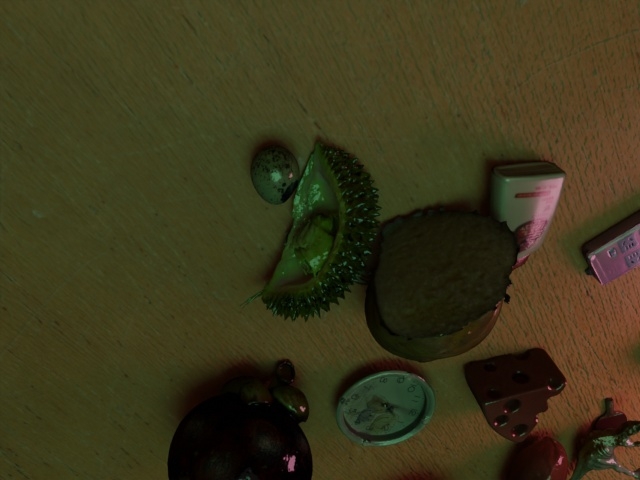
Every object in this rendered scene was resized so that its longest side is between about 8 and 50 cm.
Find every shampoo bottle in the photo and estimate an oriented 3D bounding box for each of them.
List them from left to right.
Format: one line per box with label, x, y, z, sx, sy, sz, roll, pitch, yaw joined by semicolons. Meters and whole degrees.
shampoo bottle;0.378;-0.014;1.159;0.153;0.071;0.284;-10;123;-20

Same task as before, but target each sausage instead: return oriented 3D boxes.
sausage;0.562;0.635;1.549;0.148;0.148;0.254;-1;119;-9

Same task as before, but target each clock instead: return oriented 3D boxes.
clock;0.148;0.381;1.376;0.236;0.053;0.236;-4;119;-8

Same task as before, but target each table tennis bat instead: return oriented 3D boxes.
table tennis bat;0.763;0.469;1.556;0.087;0.013;0.156;-18;124;5

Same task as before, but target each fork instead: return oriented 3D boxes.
fork;0.023;0.036;1.161;0.219;0.028;0.034;31;115;-25

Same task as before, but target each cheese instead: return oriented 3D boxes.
cheese;0.447;0.370;1.384;0.202;0.128;0.177;-13;124;-7

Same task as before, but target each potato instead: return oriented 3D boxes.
potato;0.231;0.115;1.136;0.288;0.301;0.237;2;143;22

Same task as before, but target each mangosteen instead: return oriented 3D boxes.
mangosteen;-0.160;0.434;1.256;0.306;0.360;0.306;8;151;4

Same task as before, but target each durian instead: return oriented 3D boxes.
durian;0.005;0.008;1.098;0.169;0.157;0.356;30;108;17

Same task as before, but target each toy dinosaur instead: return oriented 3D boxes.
toy dinosaur;0.747;0.591;1.583;0.205;0.092;0.393;29;129;-21

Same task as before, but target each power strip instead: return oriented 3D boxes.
power strip;0.682;-0.012;1.236;0.279;0.037;0.109;-34;121;11

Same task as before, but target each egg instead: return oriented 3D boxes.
egg;-0.078;-0.112;1.022;0.085;0.085;0.110;-6;122;-6
